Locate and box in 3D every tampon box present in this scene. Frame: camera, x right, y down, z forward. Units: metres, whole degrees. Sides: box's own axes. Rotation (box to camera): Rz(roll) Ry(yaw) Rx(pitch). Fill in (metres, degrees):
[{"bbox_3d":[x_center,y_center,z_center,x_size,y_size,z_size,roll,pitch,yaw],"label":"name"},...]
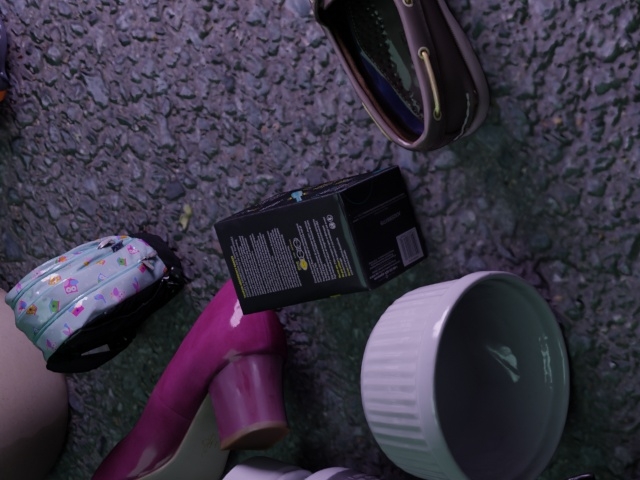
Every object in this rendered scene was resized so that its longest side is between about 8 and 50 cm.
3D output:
[{"bbox_3d":[0.000,0.000,1.510,0.161,0.120,0.101,-13,99,37],"label":"tampon box"}]

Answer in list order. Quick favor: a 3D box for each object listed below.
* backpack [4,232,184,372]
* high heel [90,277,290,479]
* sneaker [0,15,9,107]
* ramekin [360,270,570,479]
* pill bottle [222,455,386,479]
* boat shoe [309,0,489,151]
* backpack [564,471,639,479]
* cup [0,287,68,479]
[{"bbox_3d":[-0.255,0.067,1.668,0.115,0.182,0.152,47,127,11],"label":"backpack"},{"bbox_3d":[-0.157,0.183,1.720,0.377,0.127,0.181,-31,60,41],"label":"high heel"},{"bbox_3d":[-0.477,-0.259,1.755,0.321,0.124,0.180,41,118,7],"label":"sneaker"},{"bbox_3d":[0.132,0.133,1.424,0.109,0.207,0.207,-4,105,44],"label":"ramekin"},{"bbox_3d":[0.063,0.349,1.541,0.361,0.204,0.204,14,114,30],"label":"pill bottle"},{"bbox_3d":[0.042,-0.231,1.413,0.117,0.097,0.324,-28,90,38],"label":"boat shoe"},{"bbox_3d":[0.317,0.407,1.359,0.273,0.290,0.355,-111,18,-53],"label":"backpack"},{"bbox_3d":[-0.492,0.216,1.778,0.331,0.237,0.331,2,101,9],"label":"cup"}]
